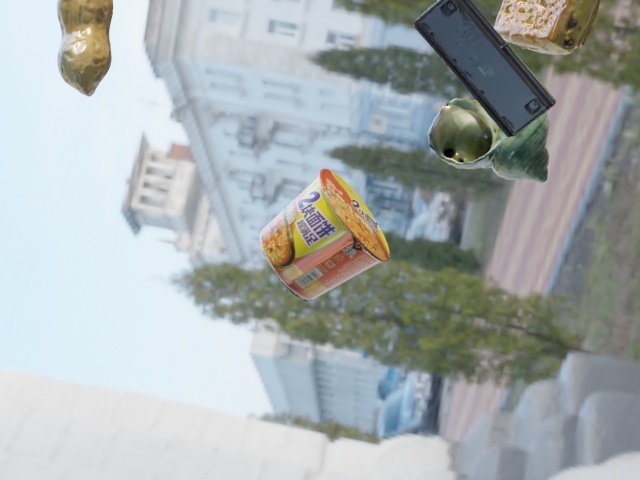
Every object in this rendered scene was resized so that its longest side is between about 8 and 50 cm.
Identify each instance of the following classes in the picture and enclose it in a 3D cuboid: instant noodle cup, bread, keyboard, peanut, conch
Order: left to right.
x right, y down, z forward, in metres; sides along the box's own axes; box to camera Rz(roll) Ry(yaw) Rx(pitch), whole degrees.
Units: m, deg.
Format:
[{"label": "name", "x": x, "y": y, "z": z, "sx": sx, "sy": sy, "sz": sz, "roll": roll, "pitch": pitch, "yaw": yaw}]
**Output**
[{"label": "peanut", "x": -0.423, "y": -0.372, "z": 1.971, "sx": 0.117, "sy": 0.101, "sz": 0.263, "roll": 41, "pitch": -140, "yaw": -58}, {"label": "instant noodle cup", "x": 0.000, "y": 0.000, "z": 2.040, "sx": 0.174, "sy": 0.213, "sz": 0.213, "roll": -36, "pitch": 9, "yaw": 16}, {"label": "keyboard", "x": 0.242, "y": -0.261, "z": 1.616, "sx": 0.093, "sy": 0.230, "sz": 0.025, "roll": -38, "pitch": 7, "yaw": 25}, {"label": "conch", "x": 0.291, "y": -0.166, "z": 1.814, "sx": 0.176, "sy": 0.188, "sz": 0.122, "roll": -43, "pitch": -40, "yaw": -28}, {"label": "bread", "x": 0.454, "y": -0.465, "z": 2.143, "sx": 0.235, "sy": 0.099, "sz": 0.210, "roll": 27, "pitch": 98, "yaw": 61}]
